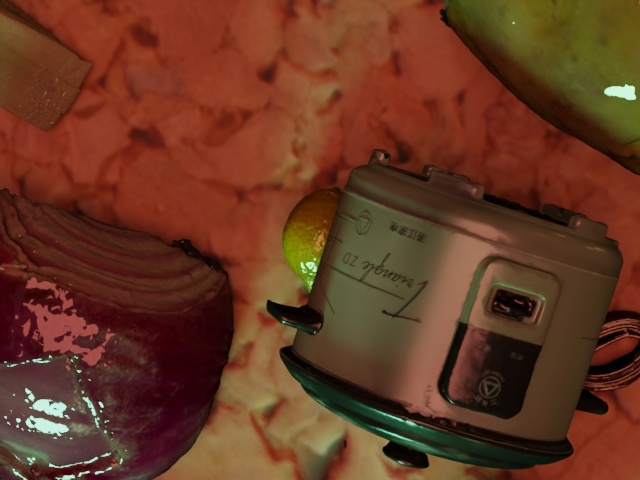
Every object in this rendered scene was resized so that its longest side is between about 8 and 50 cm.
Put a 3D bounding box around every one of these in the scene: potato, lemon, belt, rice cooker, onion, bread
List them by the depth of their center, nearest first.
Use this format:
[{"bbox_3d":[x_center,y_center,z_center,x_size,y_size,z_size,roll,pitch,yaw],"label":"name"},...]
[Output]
[{"bbox_3d":[0.263,-0.159,1.277,0.301,0.289,0.237,-42,73,29],"label":"potato"},{"bbox_3d":[0.101,0.066,1.347,0.280,0.241,0.227,17,95,-18],"label":"rice cooker"},{"bbox_3d":[-0.197,0.108,1.416,0.250,0.111,0.247,17,99,-16],"label":"onion"},{"bbox_3d":[0.000,0.000,1.437,0.065,0.065,0.092,11,94,4],"label":"lemon"},{"bbox_3d":[0.238,0.092,1.439,0.083,0.036,0.059,-25,100,8],"label":"belt"},{"bbox_3d":[-0.280,-0.168,1.465,0.152,0.105,0.077,32,99,-31],"label":"bread"}]
